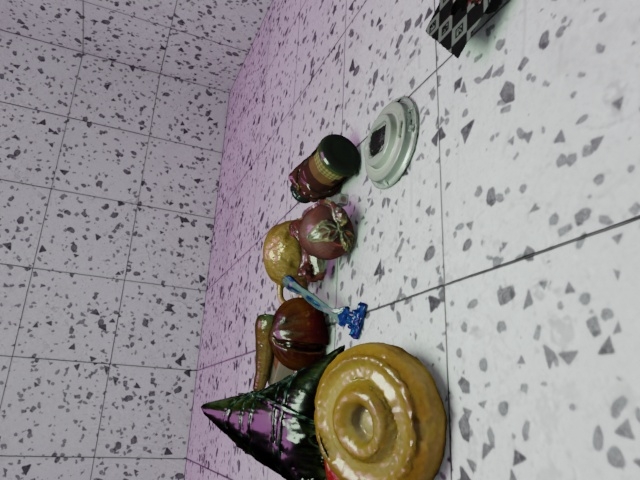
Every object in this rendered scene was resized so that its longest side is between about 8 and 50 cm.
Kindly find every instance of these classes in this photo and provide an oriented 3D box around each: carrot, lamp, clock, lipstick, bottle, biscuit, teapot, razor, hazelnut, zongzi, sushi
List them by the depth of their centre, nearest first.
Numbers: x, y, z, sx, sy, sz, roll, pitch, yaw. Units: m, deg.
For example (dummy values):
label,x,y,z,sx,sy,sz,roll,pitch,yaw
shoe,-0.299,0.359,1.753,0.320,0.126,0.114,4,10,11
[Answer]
label,x,y,z,sx,sy,sz,roll,pitch,yaw
biscuit,0.100,0.343,0.999,0.296,0.102,0.296,-9,76,43
sushi,0.314,-0.489,1.032,0.219,0.047,0.231,-103,35,-55
clock,0.161,-0.246,1.297,0.236,0.053,0.236,-170,90,-68
zongzi,-0.062,0.429,1.365,0.383,0.319,0.362,1,68,53
razor,-0.013,0.156,1.392,0.324,0.056,0.093,24,102,46
lamp,0.012,-0.001,1.436,0.223,0.151,0.215,145,117,-69
hazelnut,-0.067,0.262,1.477,0.178,0.178,0.203,-166,87,-69
bottle,-0.006,-0.192,1.546,0.271,0.156,0.143,-37,40,54
lipstick,0.042,-0.111,1.561,0.129,0.030,0.030,158,119,-65
teapot,-0.066,0.051,1.593,0.167,0.203,0.311,-4,70,24
carrot,-0.188,0.389,1.702,0.078,0.078,0.298,179,98,-68

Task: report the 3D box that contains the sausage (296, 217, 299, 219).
label,x,y,z,sx,sy,sz,roll,pitch,yaw
sausage,-0.088,-0.021,1.854,0.026,0.026,0.116,-133,56,-64

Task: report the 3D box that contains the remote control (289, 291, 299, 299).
label,x,y,z,sx,sy,sz,roll,pitch,yaw
remote control,-0.064,0.205,1.665,0.221,0.042,0.078,-105,34,-48

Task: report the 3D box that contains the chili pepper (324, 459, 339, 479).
label,x,y,z,sx,sy,sz,roll,pitch,yaw
chili pepper,0.051,0.492,1.184,0.084,0.086,0.192,70,-168,-70

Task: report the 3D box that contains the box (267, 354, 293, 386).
label,x,y,z,sx,sy,sz,roll,pitch,yaw
box,-0.127,0.381,1.720,0.141,0.058,0.201,-123,48,-61

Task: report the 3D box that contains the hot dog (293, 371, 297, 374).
label,x,y,z,sx,sy,sz,roll,pitch,yaw
hot dog,-0.061,0.401,1.561,0.066,0.047,0.215,143,134,-64

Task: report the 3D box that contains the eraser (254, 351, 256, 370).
label,x,y,z,sx,sy,sz,roll,pitch,yaw
eraser,-0.204,0.416,1.782,0.105,0.026,0.065,-106,36,-52
